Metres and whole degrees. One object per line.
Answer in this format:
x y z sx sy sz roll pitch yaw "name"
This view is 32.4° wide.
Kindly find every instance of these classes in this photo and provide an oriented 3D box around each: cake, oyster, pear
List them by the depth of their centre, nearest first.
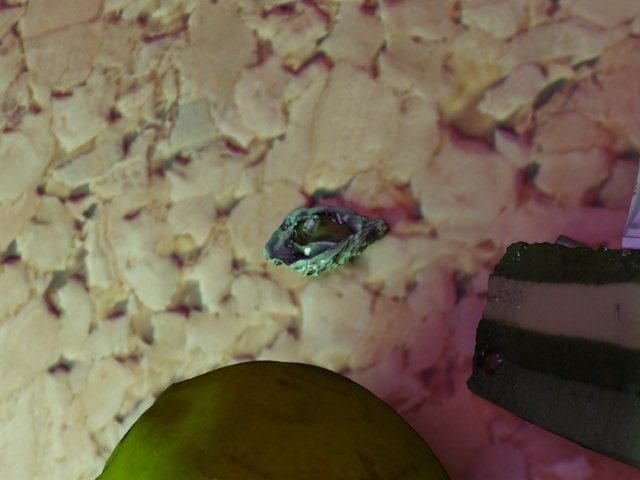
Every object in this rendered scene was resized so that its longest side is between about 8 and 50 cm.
0.218 0.078 0.795 0.284 0.172 0.158 17 85 31 "cake"
-0.014 0.251 0.815 0.375 0.287 0.287 40 94 16 "pear"
0.000 -0.001 1.021 0.098 0.037 0.100 -42 38 -11 "oyster"

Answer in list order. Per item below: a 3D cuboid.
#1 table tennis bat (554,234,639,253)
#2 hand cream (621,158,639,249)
0.258 0.034 0.886 0.156 0.013 0.087 26 90 29 "table tennis bat"
0.289 -0.095 0.896 0.052 0.038 0.216 -5 73 55 "hand cream"
